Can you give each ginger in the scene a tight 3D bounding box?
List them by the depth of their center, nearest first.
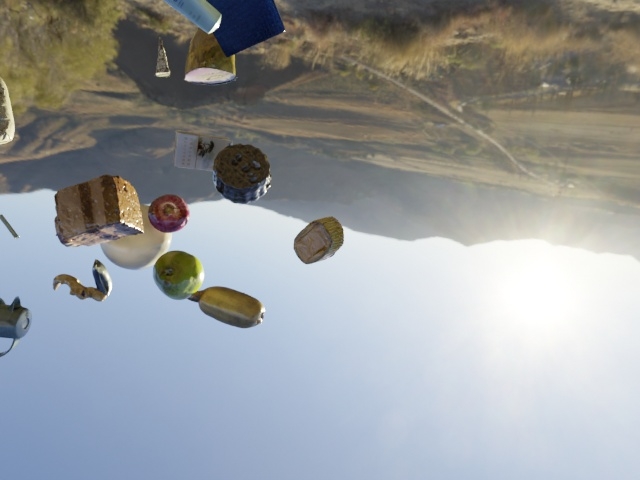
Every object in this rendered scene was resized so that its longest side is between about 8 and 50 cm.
[{"bbox_3d":[-0.956,0.193,1.735,0.288,0.075,0.089,14,-154,17],"label":"ginger"}]

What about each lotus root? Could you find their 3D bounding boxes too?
[{"bbox_3d":[-0.406,0.275,1.893,0.343,0.151,0.169,21,172,2],"label":"lotus root"}]

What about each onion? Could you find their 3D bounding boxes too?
[{"bbox_3d":[-0.672,-0.118,1.954,0.178,0.177,0.153,7,143,-23],"label":"onion"}]

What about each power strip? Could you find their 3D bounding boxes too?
[{"bbox_3d":[-1.370,-0.064,1.929,0.019,0.136,0.051,-38,-167,-29],"label":"power strip"}]

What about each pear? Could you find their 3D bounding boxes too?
[{"bbox_3d":[-0.528,0.127,1.620,0.188,0.187,0.220,11,-174,7],"label":"pear"}]

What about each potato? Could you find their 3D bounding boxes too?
[{"bbox_3d":[-0.477,-0.832,1.913,0.230,0.265,0.229,-2,177,0],"label":"potato"}]

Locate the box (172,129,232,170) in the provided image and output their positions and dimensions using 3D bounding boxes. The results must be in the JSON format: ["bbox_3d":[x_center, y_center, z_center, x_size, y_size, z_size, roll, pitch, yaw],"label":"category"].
[{"bbox_3d":[-0.509,-0.384,1.903,0.233,0.149,0.067,3,-156,-27],"label":"box"}]

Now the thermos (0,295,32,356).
[{"bbox_3d":[-0.895,0.208,1.111,0.287,0.182,0.145,10,-166,-5],"label":"thermos"}]

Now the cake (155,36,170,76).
[{"bbox_3d":[-0.594,-0.692,1.668,0.055,0.139,0.051,4,-176,-17],"label":"cake"}]

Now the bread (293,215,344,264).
[{"bbox_3d":[0.000,0.000,1.562,0.114,0.132,0.190,-16,164,-43],"label":"bread"}]

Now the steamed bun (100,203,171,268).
[{"bbox_3d":[-0.860,-0.027,2.047,0.325,0.324,0.206,10,147,0],"label":"steamed bun"}]

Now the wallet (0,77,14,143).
[{"bbox_3d":[-1.067,-0.425,1.310,0.068,0.335,0.275,-25,167,22],"label":"wallet"}]

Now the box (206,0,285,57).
[{"bbox_3d":[-0.305,-0.878,1.642,0.262,0.116,0.279,-19,146,8],"label":"box"}]

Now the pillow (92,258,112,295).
[{"bbox_3d":[-0.824,0.140,1.663,0.055,0.135,0.091,-4,-156,4],"label":"pillow"}]

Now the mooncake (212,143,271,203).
[{"bbox_3d":[-0.303,-0.263,1.701,0.229,0.228,0.124,9,159,-5],"label":"mooncake"}]

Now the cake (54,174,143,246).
[{"bbox_3d":[-0.819,-0.094,1.589,0.293,0.198,0.196,-17,172,1],"label":"cake"}]

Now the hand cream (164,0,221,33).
[{"bbox_3d":[-0.428,-0.720,1.252,0.321,0.067,0.109,33,145,-27],"label":"hand cream"}]
